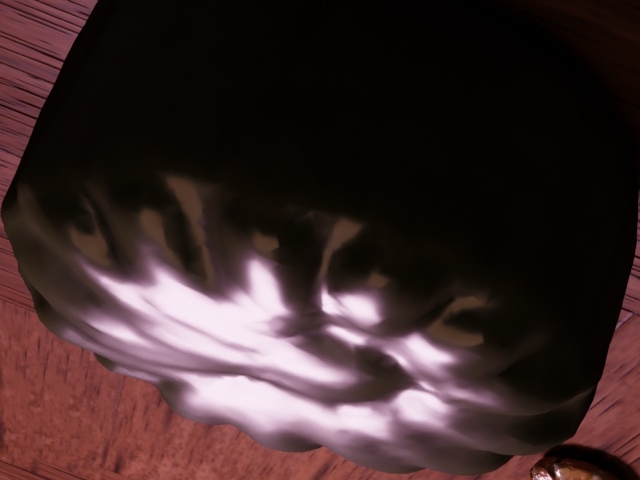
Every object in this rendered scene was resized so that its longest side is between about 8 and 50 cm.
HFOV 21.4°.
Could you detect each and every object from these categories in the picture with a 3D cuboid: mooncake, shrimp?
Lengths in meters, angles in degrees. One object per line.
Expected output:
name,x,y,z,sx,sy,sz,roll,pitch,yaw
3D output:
mooncake,0.000,0.000,0.980,0.356,0.194,0.356,18,158,8
shrimp,0.219,0.233,1.503,0.091,0.043,0.184,17,156,0
